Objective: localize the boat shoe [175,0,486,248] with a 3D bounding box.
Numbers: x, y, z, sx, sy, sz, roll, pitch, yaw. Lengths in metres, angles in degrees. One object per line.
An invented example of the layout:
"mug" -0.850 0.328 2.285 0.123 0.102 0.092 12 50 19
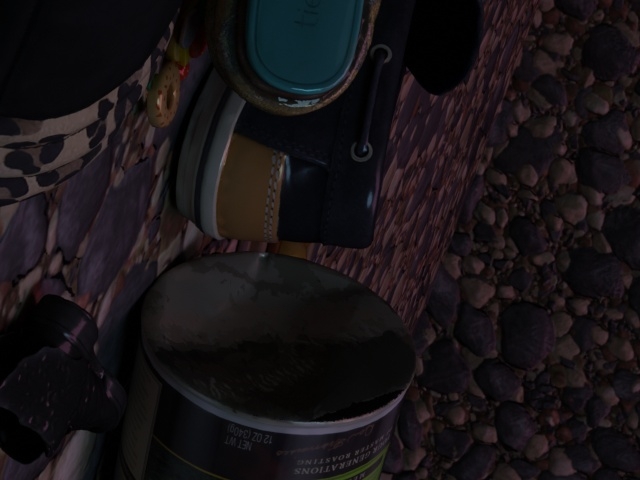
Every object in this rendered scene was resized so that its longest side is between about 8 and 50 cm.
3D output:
"boat shoe" 0.057 -0.188 1.202 0.187 0.156 0.500 92 20 -55

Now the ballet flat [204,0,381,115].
"ballet flat" 0.001 -0.246 0.935 0.123 0.123 0.348 5 98 -79

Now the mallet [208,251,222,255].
"mallet" -0.090 0.087 1.316 0.062 0.039 0.189 -49 154 -59

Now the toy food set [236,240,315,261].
"toy food set" 0.000 0.000 1.438 0.220 0.092 0.306 -48 157 -62

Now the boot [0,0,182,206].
"boot" -0.059 -0.213 0.518 0.284 0.138 0.377 129 -31 -53

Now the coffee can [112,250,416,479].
"coffee can" -0.057 0.176 1.191 0.201 0.202 0.275 -54 161 -56

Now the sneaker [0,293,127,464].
"sneaker" -0.162 0.094 0.923 0.170 0.051 0.089 85 27 -57

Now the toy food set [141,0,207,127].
"toy food set" -0.088 -0.116 0.961 0.082 0.020 0.083 97 17 -51
